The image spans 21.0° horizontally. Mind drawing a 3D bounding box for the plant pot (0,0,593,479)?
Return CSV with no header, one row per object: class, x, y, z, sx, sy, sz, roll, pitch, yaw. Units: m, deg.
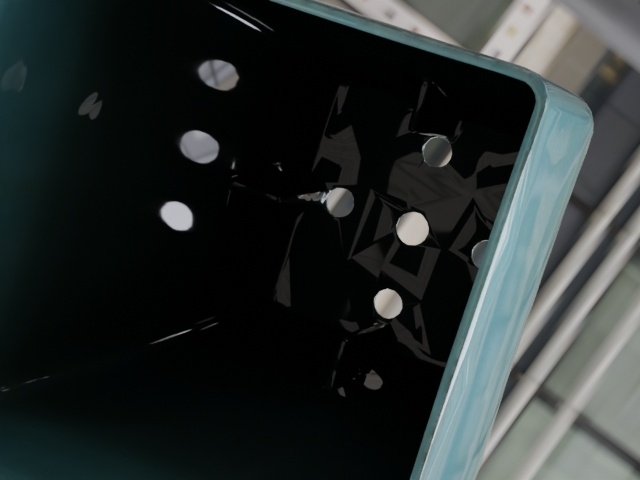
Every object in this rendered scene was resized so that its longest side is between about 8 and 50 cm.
plant pot,0.000,0.000,0.592,0.234,0.165,0.165,-12,121,-70
